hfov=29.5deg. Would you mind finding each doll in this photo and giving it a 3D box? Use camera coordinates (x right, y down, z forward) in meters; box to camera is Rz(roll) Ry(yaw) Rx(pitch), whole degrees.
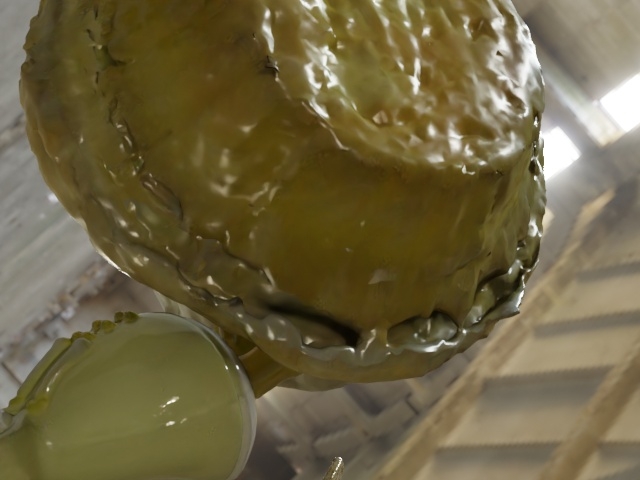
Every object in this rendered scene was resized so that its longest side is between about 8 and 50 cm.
[{"bbox_3d":[-0.146,0.105,0.705,0.296,0.117,0.141,-9,-173,-36],"label":"doll"}]

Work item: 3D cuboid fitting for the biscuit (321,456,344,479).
[{"bbox_3d":[-0.001,0.272,1.215,0.120,0.015,0.120,21,90,-81],"label":"biscuit"}]

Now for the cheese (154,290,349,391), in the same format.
[{"bbox_3d":[0.000,0.000,1.160,0.318,0.115,0.326,5,-143,17],"label":"cheese"}]

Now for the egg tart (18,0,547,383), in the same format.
[{"bbox_3d":[0.006,-0.101,0.766,0.388,0.388,0.169,-45,180,-42],"label":"egg tart"}]
